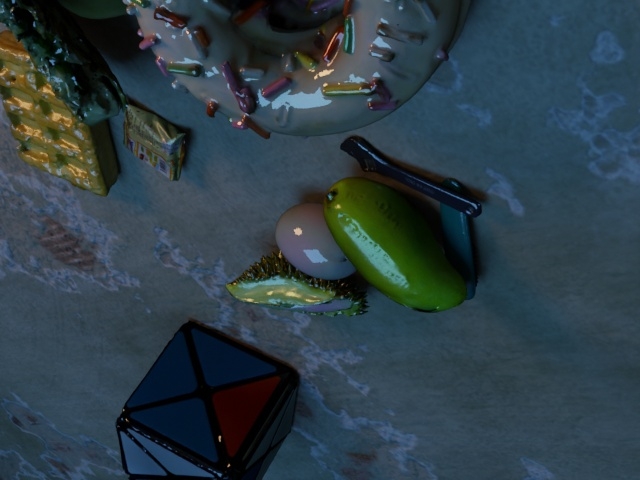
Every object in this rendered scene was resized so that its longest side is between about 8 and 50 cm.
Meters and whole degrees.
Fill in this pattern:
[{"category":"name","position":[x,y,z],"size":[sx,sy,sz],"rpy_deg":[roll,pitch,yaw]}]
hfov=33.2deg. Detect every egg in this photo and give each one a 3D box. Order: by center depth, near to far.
[{"category":"egg","position":[0.000,0.000,1.509],"size":[0.135,0.103,0.103],"rpy_deg":[26,145,14]}]

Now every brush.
[{"category":"brush","position":[0.186,-0.004,1.425],"size":[0.043,0.032,0.193],"rpy_deg":[14,129,33]}]

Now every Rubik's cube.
[{"category":"Rubik's cube","position":[-0.205,0.339,1.965],"size":[0.248,0.246,0.250],"rpy_deg":[26,145,13]}]

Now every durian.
[{"category":"durian","position":[-0.021,0.063,1.619],"size":[0.221,0.095,0.137],"rpy_deg":[8,174,30]}]

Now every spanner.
[{"category":"spanner","position":[0.115,-0.082,1.382],"size":[0.209,0.012,0.046],"rpy_deg":[27,142,18]}]

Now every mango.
[{"category":"mango","position":[0.099,0.007,1.418],"size":[0.233,0.125,0.111],"rpy_deg":[39,139,-8]}]

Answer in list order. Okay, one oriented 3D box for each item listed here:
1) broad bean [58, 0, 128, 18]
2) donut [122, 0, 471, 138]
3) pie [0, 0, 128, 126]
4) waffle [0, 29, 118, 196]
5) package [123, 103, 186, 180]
[{"category":"broad bean","position":[-0.198,-0.344,1.261],"size":[0.263,0.121,0.189],"rpy_deg":[1,131,17]},{"category":"donut","position":[-0.034,-0.263,1.111],"size":[0.383,0.142,0.382],"rpy_deg":[8,134,9]},{"category":"pie","position":[-0.372,-0.297,1.350],"size":[0.296,0.078,0.371],"rpy_deg":[51,177,28]},{"category":"waffle","position":[-0.404,-0.192,1.644],"size":[0.168,0.057,0.274],"rpy_deg":[21,144,16]},{"category":"package","position":[-0.248,-0.148,1.596],"size":[0.121,0.031,0.108],"rpy_deg":[33,146,11]}]
